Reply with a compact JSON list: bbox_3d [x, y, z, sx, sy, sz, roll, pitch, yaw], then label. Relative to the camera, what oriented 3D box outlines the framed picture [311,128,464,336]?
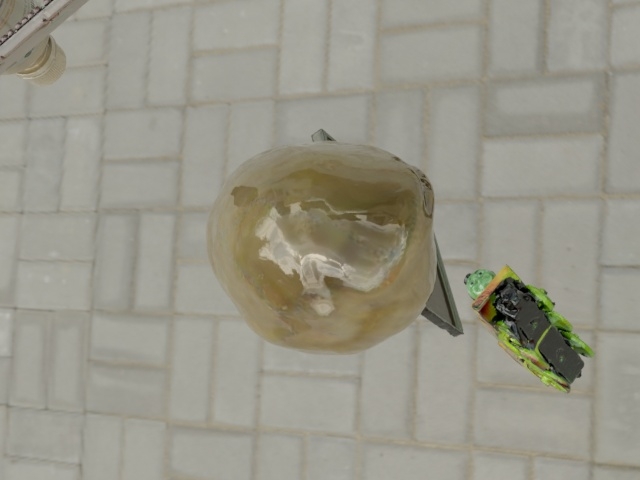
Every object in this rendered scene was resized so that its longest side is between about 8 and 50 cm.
[{"bbox_3d":[0.087,-0.003,1.299,0.018,0.265,0.192,-30,50,22],"label":"framed picture"}]

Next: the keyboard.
[{"bbox_3d":[-0.226,-0.191,0.889,0.166,0.055,0.017,-36,98,14],"label":"keyboard"}]

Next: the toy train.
[{"bbox_3d":[0.325,0.137,1.680,0.100,0.296,0.160,-50,45,-4],"label":"toy train"}]

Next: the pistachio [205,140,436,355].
[{"bbox_3d":[0.000,0.000,0.859,0.181,0.162,0.293,-56,19,-2],"label":"pistachio"}]

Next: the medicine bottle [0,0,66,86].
[{"bbox_3d":[-0.408,-0.272,1.341,0.114,0.252,0.114,-4,74,13],"label":"medicine bottle"}]
